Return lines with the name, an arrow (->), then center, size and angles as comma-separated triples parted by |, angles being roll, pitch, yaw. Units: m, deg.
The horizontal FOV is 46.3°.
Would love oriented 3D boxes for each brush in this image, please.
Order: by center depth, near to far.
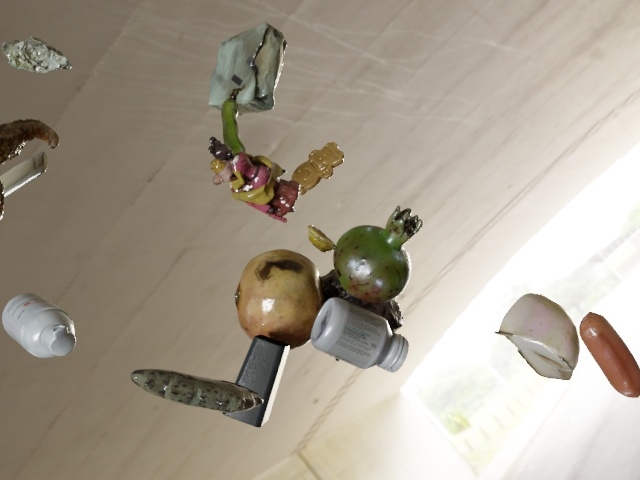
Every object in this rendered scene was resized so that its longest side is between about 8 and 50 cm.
brush -> -0.642, -0.067, 1.436 | 0.321, 0.060, 0.050 | -29, -41, 15

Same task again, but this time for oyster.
oyster -> -0.530, -0.345, 1.390 | 0.100, 0.098, 0.037 | -33, -11, -45

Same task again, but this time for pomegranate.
pomegranate -> 0.161, 0.030, 2.195 | 0.242, 0.242, 0.306 | -13, -60, -57
pomegranate -> -0.123, 0.179, 2.297 | 0.322, 0.322, 0.322 | -37, -18, -14

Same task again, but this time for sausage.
sausage -> 0.589, 0.231, 1.512 | 0.077, 0.194, 0.077 | -33, 2, 1

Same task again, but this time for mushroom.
mushroom -> 0.587, 0.231, 1.853 | 0.236, 0.162, 0.173 | 43, -108, -31

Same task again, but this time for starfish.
starfish -> -0.568, -0.143, 1.167 | 0.312, 0.113, 0.303 | 2, -31, -34

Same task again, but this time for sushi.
sushi -> 0.111, 0.227, 2.527 | 0.281, 0.294, 0.299 | -20, -7, -21

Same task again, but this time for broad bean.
broad bean -> -0.235, -0.277, 2.027 | 0.075, 0.325, 0.067 | -18, -20, 28

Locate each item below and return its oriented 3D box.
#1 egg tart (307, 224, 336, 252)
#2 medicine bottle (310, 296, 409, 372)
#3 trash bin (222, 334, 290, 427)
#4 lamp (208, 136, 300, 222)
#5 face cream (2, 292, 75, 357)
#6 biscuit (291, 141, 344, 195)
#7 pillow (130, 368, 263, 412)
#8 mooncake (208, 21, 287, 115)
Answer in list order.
egg tart -> 0.000, 0.000, 2.486 | 0.049, 0.129, 0.129 | -51, -18, 6
medicine bottle -> 0.098, 0.233, 1.782 | 0.135, 0.215, 0.135 | -58, 15, 26
trash bin -> -0.172, 0.383, 2.077 | 0.165, 0.115, 0.226 | 48, -120, -83
lamp -> -0.164, -0.138, 1.667 | 0.253, 0.118, 0.118 | 27, -63, -29
face cream -> -0.753, 0.246, 2.041 | 0.145, 0.369, 0.145 | -7, -78, -34
biscuit -> -0.013, -0.214, 2.170 | 0.184, 0.133, 0.027 | -30, -44, 14
pillow -> -0.205, 0.263, 1.287 | 0.093, 0.241, 0.051 | 23, 95, 69
mooncake -> -0.215, -0.506, 2.253 | 0.136, 0.254, 0.250 | 19, -103, -46
